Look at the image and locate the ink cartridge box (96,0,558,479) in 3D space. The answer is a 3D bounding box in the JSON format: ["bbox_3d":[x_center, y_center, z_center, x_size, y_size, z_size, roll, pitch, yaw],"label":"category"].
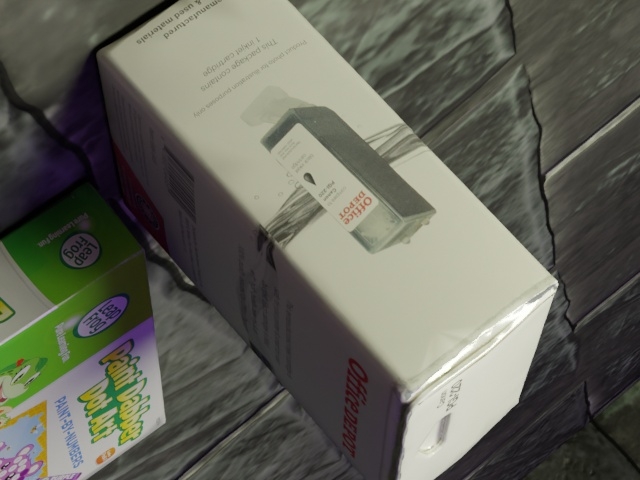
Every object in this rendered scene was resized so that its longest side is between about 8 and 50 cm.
[{"bbox_3d":[0.000,0.000,0.850,0.092,0.218,0.158,-35,160,-16],"label":"ink cartridge box"}]

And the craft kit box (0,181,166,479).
[{"bbox_3d":[-0.199,0.105,0.963,0.247,0.061,0.250,-37,161,-17],"label":"craft kit box"}]
